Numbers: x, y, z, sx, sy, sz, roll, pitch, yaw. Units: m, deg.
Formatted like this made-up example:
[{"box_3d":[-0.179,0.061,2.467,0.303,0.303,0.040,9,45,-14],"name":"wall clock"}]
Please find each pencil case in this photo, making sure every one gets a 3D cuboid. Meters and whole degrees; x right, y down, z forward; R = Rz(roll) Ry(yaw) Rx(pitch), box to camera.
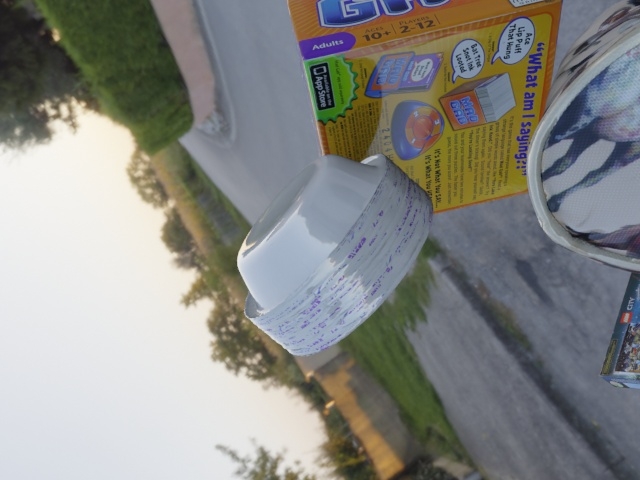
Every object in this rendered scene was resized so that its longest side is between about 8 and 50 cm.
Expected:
[{"box_3d":[0.287,-0.121,0.504,0.160,0.183,0.410,56,-147,-6],"name":"pencil case"}]

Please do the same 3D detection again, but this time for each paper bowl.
[{"box_3d":[0.000,0.000,0.798,0.148,0.284,0.284,40,177,-15],"name":"paper bowl"}]

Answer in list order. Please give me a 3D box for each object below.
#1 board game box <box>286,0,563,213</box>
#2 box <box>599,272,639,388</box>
[{"box_3d":[0.150,-0.287,1.028,0.356,0.356,0.356,76,-178,-47],"name":"board game box"},{"box_3d":[0.587,0.142,1.021,0.044,0.233,0.159,33,161,-16],"name":"box"}]
